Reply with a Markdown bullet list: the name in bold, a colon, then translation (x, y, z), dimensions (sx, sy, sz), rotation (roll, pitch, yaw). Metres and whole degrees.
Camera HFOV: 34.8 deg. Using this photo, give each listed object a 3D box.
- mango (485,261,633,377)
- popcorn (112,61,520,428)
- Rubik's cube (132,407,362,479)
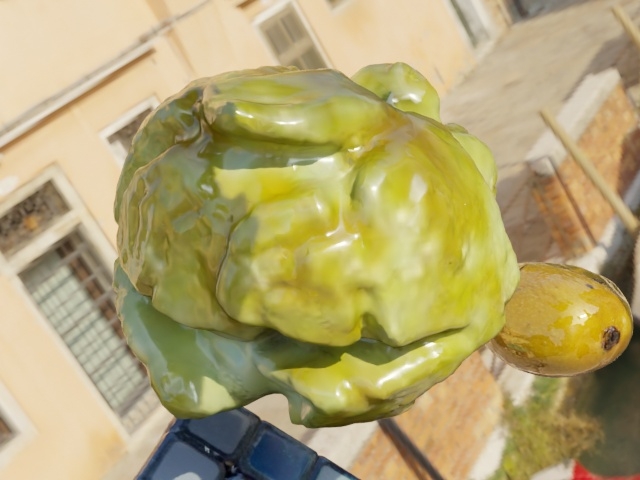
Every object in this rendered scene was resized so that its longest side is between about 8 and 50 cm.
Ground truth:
- **mango**: translation (0.231, 0.073, 1.085), dimensions (0.157, 0.108, 0.262), rotation (-10, 10, -16)
- **popcorn**: translation (0.005, -0.005, 0.663), dimensions (0.276, 0.277, 0.225), rotation (-63, -5, -62)
- **Rubik's cube**: translation (-0.079, 0.347, 0.801), dimensions (0.293, 0.287, 0.292), rotation (-58, 0, 43)
